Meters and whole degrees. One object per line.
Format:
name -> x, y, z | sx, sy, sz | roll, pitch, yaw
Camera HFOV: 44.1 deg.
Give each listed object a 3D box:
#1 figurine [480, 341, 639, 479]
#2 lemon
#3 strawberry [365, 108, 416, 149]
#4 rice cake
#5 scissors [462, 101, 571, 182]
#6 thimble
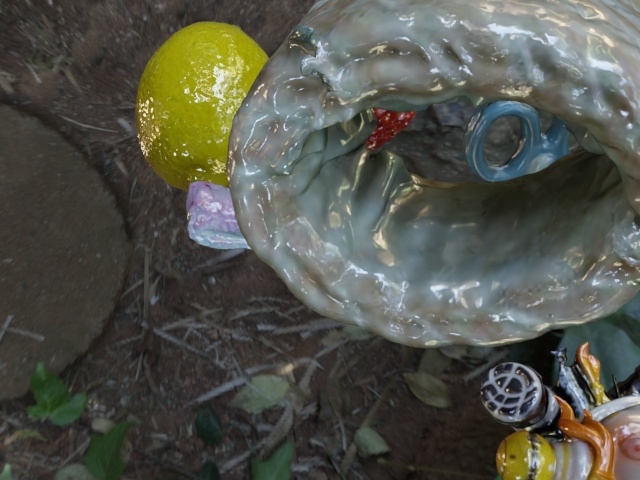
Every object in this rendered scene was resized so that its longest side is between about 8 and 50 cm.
figurine -> 0.326, 0.250, 0.787 | 0.320, 0.323, 0.196 | 0, 117, -12
lemon -> -0.130, -0.154, 0.944 | 0.187, 0.187, 0.244 | 6, 75, -11
strawberry -> 0.096, -0.221, 1.283 | 0.111, 0.236, 0.190 | 13, 115, 15
rice cake -> -0.001, -0.002, 0.836 | 0.290, 0.081, 0.051 | 14, 135, -10
scissors -> 0.203, -0.026, 0.764 | 0.138, 0.041, 0.289 | -8, 135, -1
thimble -> 0.074, -0.048, 0.422 | 0.229, 0.148, 0.196 | 15, 128, 8
